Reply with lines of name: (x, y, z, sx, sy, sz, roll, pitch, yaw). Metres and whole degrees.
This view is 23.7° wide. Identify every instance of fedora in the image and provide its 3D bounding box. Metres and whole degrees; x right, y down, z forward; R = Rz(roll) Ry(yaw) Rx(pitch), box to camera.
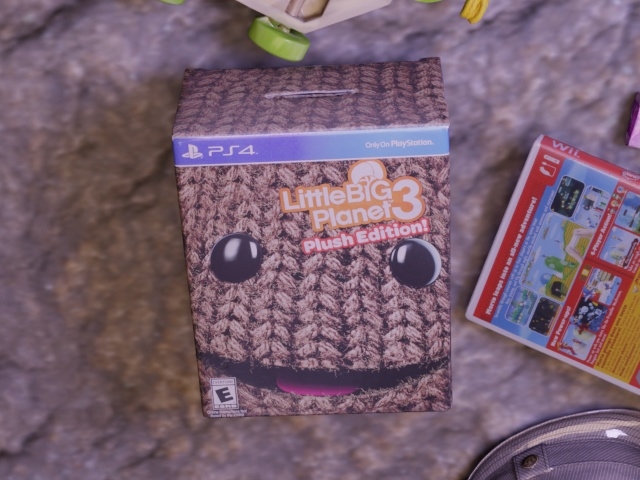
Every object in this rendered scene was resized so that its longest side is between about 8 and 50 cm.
fedora: (0.262, 0.303, 1.507, 0.275, 0.124, 0.244, -17, 110, 7)

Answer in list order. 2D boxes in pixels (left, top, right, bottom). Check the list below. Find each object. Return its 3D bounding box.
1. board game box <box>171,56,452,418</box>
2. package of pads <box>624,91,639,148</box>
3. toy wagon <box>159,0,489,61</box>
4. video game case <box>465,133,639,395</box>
board game box: (0.000, 0.000, 1.367, 0.232, 0.141, 0.291, -3, 120, 2)
package of pads: (0.325, -0.103, 1.401, 0.083, 0.032, 0.050, 12, 109, -3)
toy wagon: (-0.001, -0.291, 1.320, 0.344, 0.068, 0.267, 25, 110, -9)
video game case: (0.296, 0.045, 1.402, 0.285, 0.025, 0.204, 24, 122, 9)
